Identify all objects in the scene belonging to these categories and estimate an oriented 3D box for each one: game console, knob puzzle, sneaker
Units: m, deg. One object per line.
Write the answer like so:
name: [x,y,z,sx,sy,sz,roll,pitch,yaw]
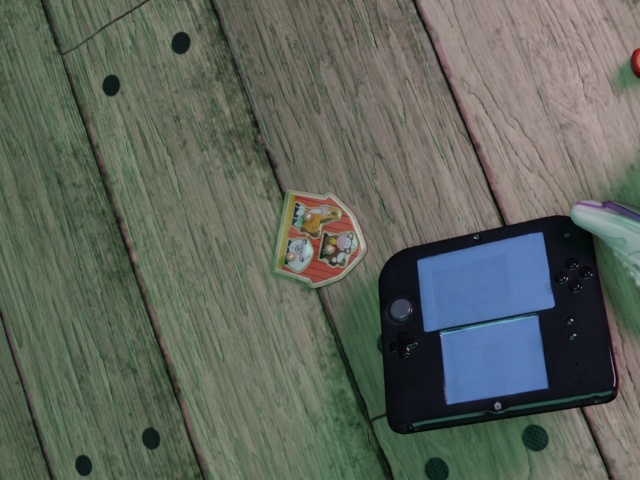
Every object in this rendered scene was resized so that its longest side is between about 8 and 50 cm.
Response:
game console: [0.287,0.138,1.632,0.386,0.060,0.342,-13,55,20]
knob puzzle: [0.000,0.000,1.881,0.213,0.030,0.213,0,90,26]
sneaker: [0.533,0.040,1.559,0.305,0.114,0.152,29,107,11]

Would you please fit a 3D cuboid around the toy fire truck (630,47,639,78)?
toy fire truck: [0.589,-0.300,1.533,0.192,0.135,0.047,-4,89,26]
